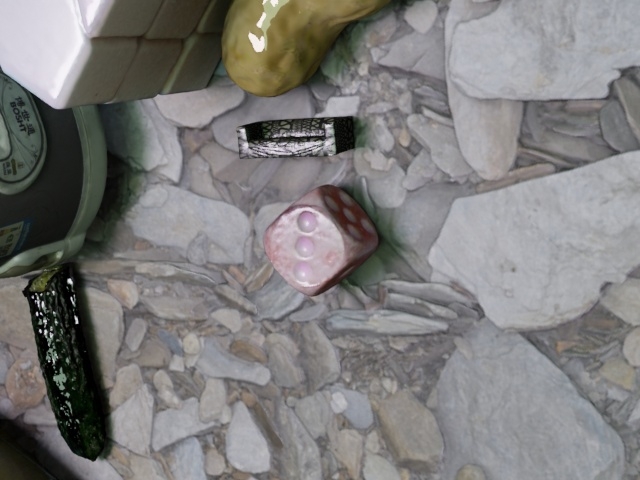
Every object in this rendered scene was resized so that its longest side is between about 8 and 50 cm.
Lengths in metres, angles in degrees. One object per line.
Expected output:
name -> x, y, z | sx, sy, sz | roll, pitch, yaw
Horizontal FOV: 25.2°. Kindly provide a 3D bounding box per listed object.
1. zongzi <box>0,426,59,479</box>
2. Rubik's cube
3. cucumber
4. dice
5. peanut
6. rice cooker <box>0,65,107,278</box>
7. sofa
zongzi -> -0.400, 0.324, 1.628 | 0.356, 0.393, 0.174 | 37, 88, 9
Rubik's cube -> -0.240, -0.353, 1.476 | 0.322, 0.316, 0.318 | 35, 110, 13
cucumber -> -0.306, 0.153, 1.724 | 0.067, 0.067, 0.245 | -11, 93, 24
dice -> 0.000, 0.000, 1.552 | 0.093, 0.094, 0.091 | -42, 81, 22
peanut -> 0.008, -0.279, 1.479 | 0.147, 0.147, 0.319 | 42, 110, 12
rice cooker -> -0.400, -0.093, 1.609 | 0.288, 0.277, 0.288 | 12, 108, 38
sofa -> -0.028, -0.112, 1.563 | 0.118, 0.060, 0.039 | -2, 102, 23
